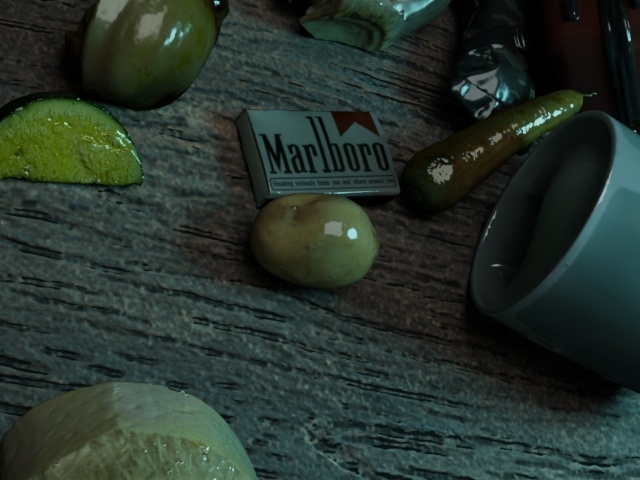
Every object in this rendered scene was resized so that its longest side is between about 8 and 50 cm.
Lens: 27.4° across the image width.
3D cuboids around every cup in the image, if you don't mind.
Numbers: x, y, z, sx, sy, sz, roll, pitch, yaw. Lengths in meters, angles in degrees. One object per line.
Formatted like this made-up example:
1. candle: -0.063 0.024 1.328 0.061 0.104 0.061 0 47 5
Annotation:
1. cup: 0.353 0.010 1.541 0.274 0.259 0.357 30 21 -14

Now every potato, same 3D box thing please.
1. potato: -0.003 0.001 1.396 0.147 0.112 0.112 1 63 -23

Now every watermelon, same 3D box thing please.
1. watermelon: -0.273 -0.110 1.341 0.181 0.075 0.092 0 108 -30

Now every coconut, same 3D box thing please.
1. coconut: -0.158 0.240 1.089 0.239 0.244 0.239 -3 101 -15

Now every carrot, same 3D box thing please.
1. carrot: 0.222 -0.125 1.576 0.298 0.078 0.078 -30 81 -22

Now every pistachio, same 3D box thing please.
1. pistachio: -0.181 -0.226 1.404 0.210 0.165 0.130 -38 47 -28

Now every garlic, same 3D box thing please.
1. garlic: 0.058 -0.382 1.639 0.279 0.132 0.325 14 62 -34

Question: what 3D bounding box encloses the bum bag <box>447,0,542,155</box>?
1. bum bag: 0.230 -0.268 1.698 0.144 0.095 0.340 34 51 -32

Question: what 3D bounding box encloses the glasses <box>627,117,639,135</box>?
1. glasses: 0.428 -0.106 1.638 0.162 0.255 0.095 39 77 -16

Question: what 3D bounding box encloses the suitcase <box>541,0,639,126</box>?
1. suitcase: 0.375 -0.311 1.715 0.236 0.161 0.297 58 28 -55

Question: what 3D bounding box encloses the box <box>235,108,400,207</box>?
1. box: -0.003 -0.095 1.494 0.177 0.036 0.115 -3 65 -32
